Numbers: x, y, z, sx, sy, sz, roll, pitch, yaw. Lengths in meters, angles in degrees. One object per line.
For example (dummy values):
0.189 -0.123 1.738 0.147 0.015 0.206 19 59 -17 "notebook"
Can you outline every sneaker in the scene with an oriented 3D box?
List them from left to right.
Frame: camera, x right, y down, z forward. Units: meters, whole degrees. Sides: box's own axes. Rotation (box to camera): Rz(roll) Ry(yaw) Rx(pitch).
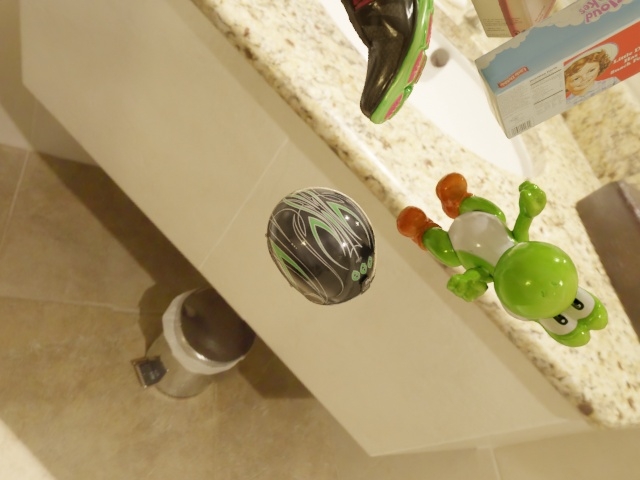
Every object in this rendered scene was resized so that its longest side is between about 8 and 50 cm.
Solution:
0.121 -0.471 0.878 0.202 0.483 0.185 6 6 13 "sneaker"

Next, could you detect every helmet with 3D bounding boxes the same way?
0.000 0.000 0.678 0.162 0.169 0.169 64 37 -29 "helmet"

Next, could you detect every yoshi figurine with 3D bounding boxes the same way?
0.281 0.012 0.722 0.203 0.204 0.362 -7 36 -29 "yoshi figurine"

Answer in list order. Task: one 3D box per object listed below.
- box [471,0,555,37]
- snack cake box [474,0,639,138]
0.414 -0.580 0.969 0.232 0.126 0.149 34 84 -46 "box"
0.408 -0.297 0.738 0.152 0.264 0.089 32 37 -55 "snack cake box"
